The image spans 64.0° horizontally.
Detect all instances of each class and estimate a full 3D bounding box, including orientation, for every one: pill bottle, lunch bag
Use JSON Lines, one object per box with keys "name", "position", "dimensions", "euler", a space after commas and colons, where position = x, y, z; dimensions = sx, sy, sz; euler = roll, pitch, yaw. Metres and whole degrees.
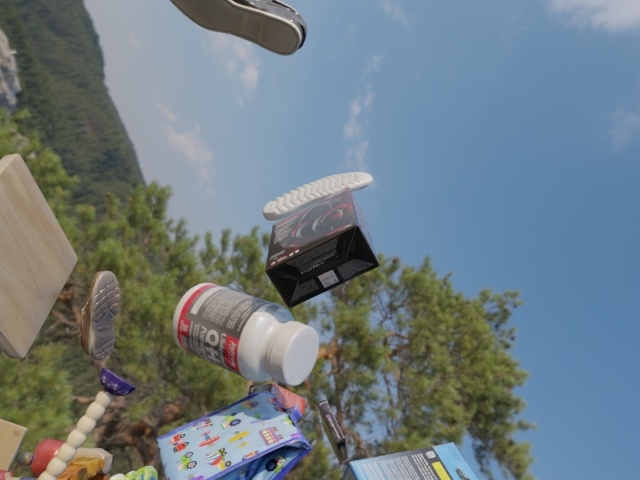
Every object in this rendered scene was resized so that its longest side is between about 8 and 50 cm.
{"name": "pill bottle", "position": [-0.167, 0.214, 1.160], "dimensions": [0.318, 0.176, 0.176], "euler": [12, -56, 33]}
{"name": "lunch bag", "position": [-0.172, 0.435, 1.082], "dimensions": [0.221, 0.293, 0.138], "euler": [22, -41, 63]}

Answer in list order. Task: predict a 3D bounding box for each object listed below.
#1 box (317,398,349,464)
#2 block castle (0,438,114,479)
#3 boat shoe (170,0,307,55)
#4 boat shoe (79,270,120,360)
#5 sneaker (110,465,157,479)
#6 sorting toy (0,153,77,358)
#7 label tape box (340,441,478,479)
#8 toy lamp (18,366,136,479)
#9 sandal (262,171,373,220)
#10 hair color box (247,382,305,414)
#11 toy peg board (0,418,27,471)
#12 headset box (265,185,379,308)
{"name": "box", "position": [0.033, 0.504, 1.345], "dimensions": [0.162, 0.029, 0.116], "euler": [83, -20, -46]}
{"name": "block castle", "position": [-0.581, 0.653, 1.000], "dimensions": [0.303, 0.212, 0.453], "euler": [79, 13, -82]}
{"name": "boat shoe", "position": [-0.186, -0.513, 1.131], "dimensions": [0.095, 0.335, 0.112], "euler": [-71, -172, -47]}
{"name": "boat shoe", "position": [-0.816, 0.266, 1.857], "dimensions": [0.116, 0.123, 0.325], "euler": [9, -89, 28]}
{"name": "sneaker", "position": [-0.535, 0.712, 1.414], "dimensions": [0.091, 0.240, 0.126], "euler": [-42, -113, 23]}
{"name": "sorting toy", "position": [-0.560, 0.027, 0.889], "dimensions": [0.255, 0.089, 0.257], "euler": [-89, 173, -50]}
{"name": "label tape box", "position": [0.249, 0.660, 1.288], "dimensions": [0.241, 0.333, 0.106], "euler": [57, -44, 49]}
{"name": "toy lamp", "position": [-0.425, 0.353, 0.869], "dimensions": [0.080, 0.275, 0.080], "euler": [29, -21, 12]}
{"name": "sandal", "position": [-0.007, -0.149, 1.876], "dimensions": [0.169, 0.416, 0.102], "euler": [-111, -177, -62]}
{"name": "hair color box", "position": [-0.134, 0.490, 1.570], "dimensions": [0.167, 0.093, 0.053], "euler": [42, 45, -40]}
{"name": "toy peg board", "position": [-0.885, 0.556, 1.375], "dimensions": [0.079, 0.160, 0.161], "euler": [109, 0, -74]}
{"name": "headset box", "position": [0.000, 0.000, 1.175], "dimensions": [0.110, 0.218, 0.293], "euler": [60, 11, -21]}
